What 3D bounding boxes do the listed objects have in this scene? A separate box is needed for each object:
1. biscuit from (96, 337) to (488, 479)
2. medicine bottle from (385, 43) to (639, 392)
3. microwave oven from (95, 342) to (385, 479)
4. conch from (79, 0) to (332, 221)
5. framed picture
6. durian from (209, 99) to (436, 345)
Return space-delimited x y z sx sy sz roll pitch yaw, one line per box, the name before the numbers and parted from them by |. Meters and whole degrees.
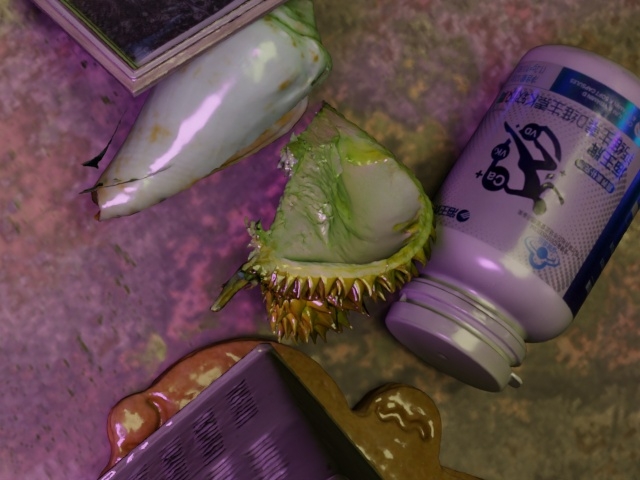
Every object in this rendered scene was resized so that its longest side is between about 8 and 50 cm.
biscuit | -0.008 0.149 1.112 0.249 0.035 0.184 36 76 -13
medicine bottle | 0.120 -0.012 1.128 0.107 0.107 0.191 36 76 -13
microwave oven | 0.022 0.299 0.939 0.247 0.333 0.394 -40 102 -2
conch | -0.063 -0.070 1.086 0.170 0.106 0.079 -43 68 -1
framed picture | -0.068 -0.164 1.074 0.183 0.142 0.011 -34 142 -17
durian | 0.000 0.000 1.064 0.100 0.086 0.215 43 32 -13
